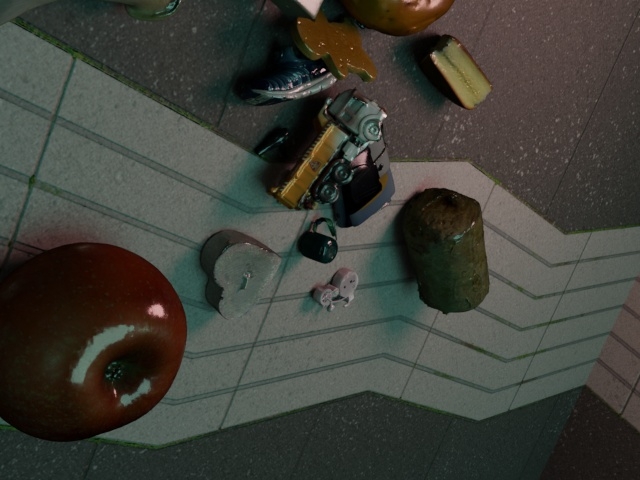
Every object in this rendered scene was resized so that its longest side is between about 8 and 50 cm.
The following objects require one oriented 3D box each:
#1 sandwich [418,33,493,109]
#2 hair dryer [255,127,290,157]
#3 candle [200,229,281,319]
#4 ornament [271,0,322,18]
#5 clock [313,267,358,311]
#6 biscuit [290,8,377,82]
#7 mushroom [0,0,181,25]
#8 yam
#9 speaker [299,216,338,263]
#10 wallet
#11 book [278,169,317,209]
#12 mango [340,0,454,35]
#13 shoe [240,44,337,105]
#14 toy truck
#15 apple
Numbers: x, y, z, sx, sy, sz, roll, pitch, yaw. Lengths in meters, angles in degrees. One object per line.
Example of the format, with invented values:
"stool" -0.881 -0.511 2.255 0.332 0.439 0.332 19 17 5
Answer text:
"sandwich" 0.292 -0.382 2.105 0.094 0.096 0.258 -51 143 1
"hair dryer" -0.087 -0.179 1.886 0.079 0.031 0.083 -38 146 -8
"candle" -0.159 0.059 1.926 0.168 0.068 0.192 -26 133 -30
"ornament" 0.005 -0.525 1.681 0.285 0.120 0.130 -48 146 -11
"clock" 0.036 0.120 2.197 0.129 0.041 0.087 -29 129 -39
"biscuit" 0.017 -0.368 1.784 0.035 0.158 0.240 -31 164 32
"mushroom" -0.359 -0.392 1.376 0.397 0.126 0.177 -18 136 -40
"yam" 0.310 0.022 2.314 0.195 0.195 0.300 -40 139 -22
"speaker" 0.003 0.000 2.058 0.060 0.075 0.095 39 75 -51
"wallet" 0.091 -0.146 2.060 0.170 0.069 0.231 -37 140 -23
"book" -0.037 -0.106 1.992 0.111 0.014 0.077 7 107 -49
"mango" 0.153 -0.495 1.836 0.287 0.152 0.201 -16 115 -43
"shoe" -0.065 -0.313 1.782 0.207 0.091 0.106 -27 104 -32
"toy truck" 0.014 -0.175 1.896 0.270 0.135 0.114 -54 -174 -4
"apple" -0.395 0.172 1.579 0.348 0.277 0.349 -27 132 -35
